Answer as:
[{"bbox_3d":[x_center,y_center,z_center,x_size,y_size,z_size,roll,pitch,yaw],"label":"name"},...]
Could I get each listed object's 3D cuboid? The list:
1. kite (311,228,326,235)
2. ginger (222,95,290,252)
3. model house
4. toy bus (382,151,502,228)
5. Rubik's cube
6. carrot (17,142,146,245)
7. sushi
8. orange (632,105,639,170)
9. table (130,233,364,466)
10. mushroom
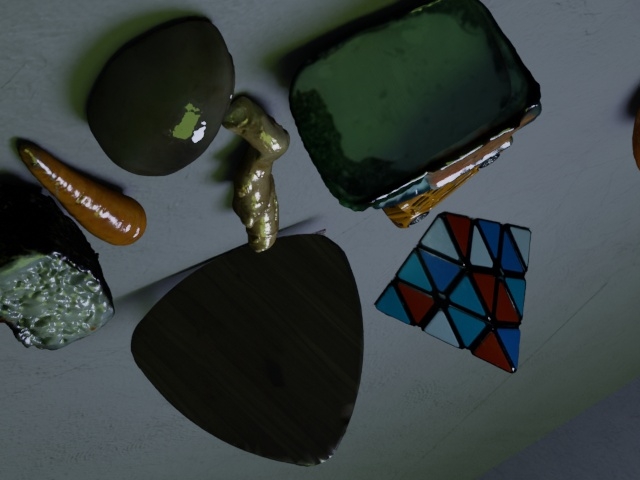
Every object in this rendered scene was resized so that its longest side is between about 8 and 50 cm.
[{"bbox_3d":[-0.005,0.003,2.059,0.044,0.002,0.078,-28,157,3],"label":"kite"},{"bbox_3d":[-0.077,-0.073,1.730,0.288,0.075,0.089,91,23,-63],"label":"ginger"},{"bbox_3d":[0.105,-0.136,1.699,0.253,0.184,0.291,-30,169,-1],"label":"model house"},{"bbox_3d":[0.141,-0.096,1.889,0.194,0.083,0.088,-40,163,28],"label":"toy bus"},{"bbox_3d":[0.221,0.057,2.232,0.284,0.250,0.234,-22,138,0],"label":"Rubik's cube"},{"bbox_3d":[-0.263,-0.047,1.603,0.061,0.061,0.257,-31,155,10],"label":"carrot"},{"bbox_3d":[-0.316,0.024,1.604,0.124,0.127,0.225,-28,150,4],"label":"sushi"},{"bbox_3d":[0.542,-0.161,2.106,0.193,0.161,0.193,-16,151,-9],"label":"orange"},{"bbox_3d":[-0.076,0.153,2.053,0.317,0.317,0.249,-23,170,-10],"label":"table"},{"bbox_3d":[-0.157,-0.130,1.487,0.141,0.117,0.188,5,148,-33],"label":"mushroom"}]
